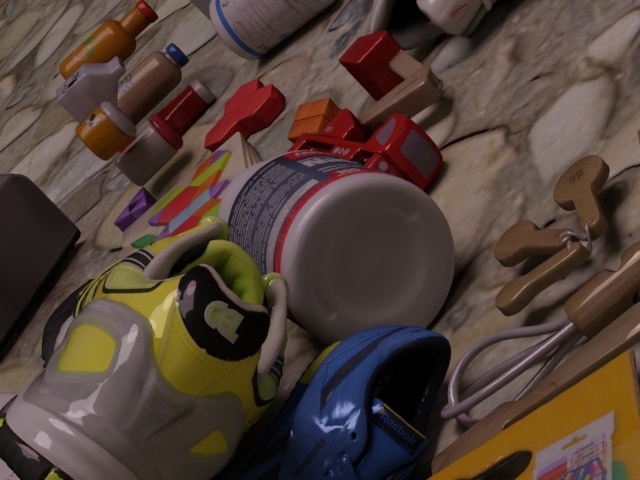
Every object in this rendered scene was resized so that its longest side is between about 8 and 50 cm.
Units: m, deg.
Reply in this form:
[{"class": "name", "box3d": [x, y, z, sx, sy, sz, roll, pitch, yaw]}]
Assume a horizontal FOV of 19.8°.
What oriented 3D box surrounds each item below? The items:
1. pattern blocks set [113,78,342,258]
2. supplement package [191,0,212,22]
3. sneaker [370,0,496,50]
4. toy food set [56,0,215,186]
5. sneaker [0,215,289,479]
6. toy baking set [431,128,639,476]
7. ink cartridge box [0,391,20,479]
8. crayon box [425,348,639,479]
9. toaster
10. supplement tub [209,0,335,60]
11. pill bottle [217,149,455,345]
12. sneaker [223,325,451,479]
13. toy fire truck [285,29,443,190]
[{"class": "pattern blocks set", "box3d": [-0.097, -0.012, 1.442, 0.285, 0.026, 0.325, -46, 22, -2]}, {"class": "supplement package", "box3d": [-0.081, -0.352, 1.785, 0.149, 0.194, 0.203, -28, 28, 35]}, {"class": "sneaker", "box3d": [0.120, -0.202, 1.333, 0.232, 0.090, 0.115, -34, 29, 48]}, {"class": "toy food set", "box3d": [-0.162, -0.134, 1.654, 0.104, 0.111, 0.232, -43, 19, 6]}, {"class": "sneaker", "box3d": [-0.074, 0.064, 1.057, 0.147, 0.145, 0.385, -48, 9, 6]}, {"class": "toy baking set", "box3d": [0.149, 0.023, 0.946, 0.196, 0.030, 0.256, -26, 28, 45]}, {"class": "ink cartridge box", "box3d": [-0.204, 0.181, 1.209, 0.203, 0.086, 0.148, -6, 44, 57]}, {"class": "crayon box", "box3d": [0.075, 0.207, 0.675, 0.203, 0.083, 0.323, -36, 24, 22]}, {"class": "toaster", "box3d": [-0.335, 0.026, 1.639, 0.168, 0.110, 0.186, 1, 48, 41]}, {"class": "supplement tub", "box3d": [-0.040, -0.216, 1.641, 0.107, 0.071, 0.071, -35, 24, 25]}, {"class": "pill bottle", "box3d": [0.000, 0.000, 1.137, 0.108, 0.108, 0.180, -48, 22, -7]}, {"class": "sneaker", "box3d": [0.003, 0.126, 0.959, 0.082, 0.069, 0.209, -17, 34, 53]}, {"class": "toy fire truck", "box3d": [0.043, -0.083, 1.290, 0.135, 0.047, 0.192, -48, 23, -11]}]
